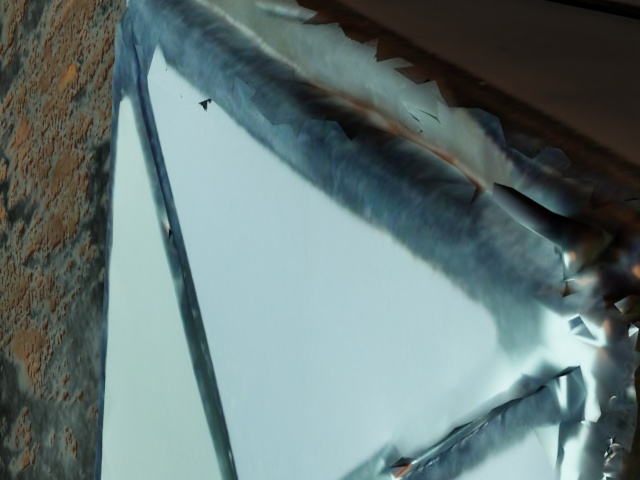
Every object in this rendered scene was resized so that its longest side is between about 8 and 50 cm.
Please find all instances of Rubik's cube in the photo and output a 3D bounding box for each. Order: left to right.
[{"bbox_3d":[0.108,0.078,0.522,0.310,0.305,0.307,36,124,53],"label":"Rubik's cube"}]
